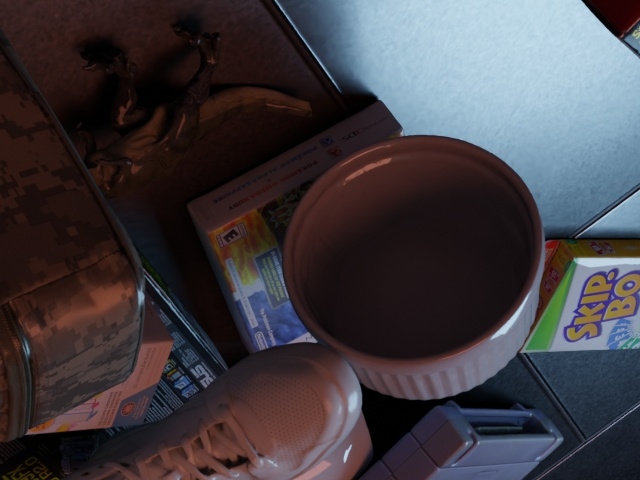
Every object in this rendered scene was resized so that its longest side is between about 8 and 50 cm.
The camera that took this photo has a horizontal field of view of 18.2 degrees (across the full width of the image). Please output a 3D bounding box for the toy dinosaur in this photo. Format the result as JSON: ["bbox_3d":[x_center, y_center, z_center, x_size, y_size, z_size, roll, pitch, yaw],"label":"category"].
[{"bbox_3d":[-0.117,-0.096,1.505,0.268,0.064,0.118,-30,129,-33],"label":"toy dinosaur"}]

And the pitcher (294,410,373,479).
[{"bbox_3d":[-0.060,0.189,1.775,0.207,0.125,0.178,-20,170,-11],"label":"pitcher"}]

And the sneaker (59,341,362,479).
[{"bbox_3d":[-0.107,0.186,1.554,0.292,0.108,0.169,-30,-174,35],"label":"sneaker"}]

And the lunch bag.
[{"bbox_3d":[-0.290,0.001,1.281,0.256,0.305,0.212,-26,165,-20],"label":"lunch bag"}]

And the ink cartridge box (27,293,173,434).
[{"bbox_3d":[-0.202,0.085,1.515,0.143,0.090,0.092,-3,131,-34],"label":"ink cartridge box"}]

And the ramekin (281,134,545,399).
[{"bbox_3d":[0.080,0.029,1.601,0.207,0.207,0.109,-31,150,-5],"label":"ramekin"}]

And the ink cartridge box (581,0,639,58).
[{"bbox_3d":[0.347,-0.277,1.602,0.309,0.130,0.272,-45,139,13],"label":"ink cartridge box"}]

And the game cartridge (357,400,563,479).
[{"bbox_3d":[0.097,0.249,1.938,0.230,0.068,0.355,-40,163,13],"label":"game cartridge"}]

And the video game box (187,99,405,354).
[{"bbox_3d":[0.000,0.000,1.704,0.187,0.048,0.205,-31,141,-9],"label":"video game box"}]

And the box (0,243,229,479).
[{"bbox_3d":[-0.217,0.097,1.638,0.216,0.060,0.270,-34,141,0],"label":"box"}]

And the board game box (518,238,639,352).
[{"bbox_3d":[0.296,0.054,1.985,0.259,0.039,0.124,2,128,-34],"label":"board game box"}]
